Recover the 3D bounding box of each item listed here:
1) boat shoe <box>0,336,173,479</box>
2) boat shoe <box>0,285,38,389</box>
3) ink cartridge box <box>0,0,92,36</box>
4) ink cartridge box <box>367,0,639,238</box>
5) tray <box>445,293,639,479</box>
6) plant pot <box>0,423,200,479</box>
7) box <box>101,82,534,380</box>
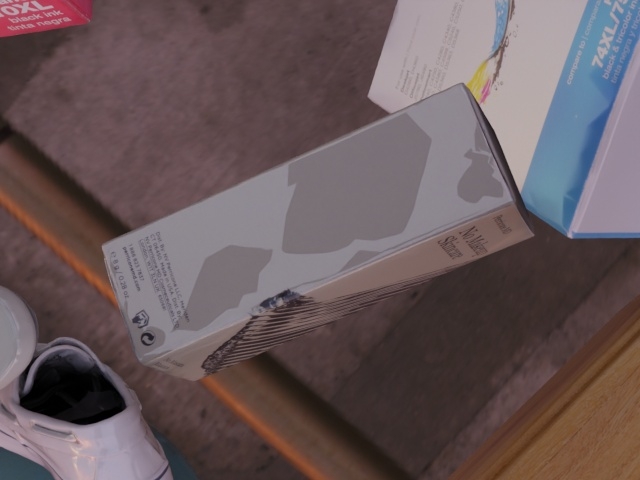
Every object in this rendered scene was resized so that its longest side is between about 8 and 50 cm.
[{"bbox_3d":[-0.175,0.108,0.993,0.258,0.095,0.084,20,127,53],"label":"boat shoe"},{"bbox_3d":[-0.244,0.070,0.930,0.227,0.081,0.079,-18,86,40],"label":"boat shoe"},{"bbox_3d":[-0.182,-0.205,0.575,0.100,0.237,0.172,-4,74,18],"label":"ink cartridge box"},{"bbox_3d":[0.212,-0.147,1.166,0.270,0.198,0.197,40,121,45],"label":"ink cartridge box"},{"bbox_3d":[0.140,0.105,0.739,0.076,0.411,0.203,49,137,8],"label":"tray"},{"bbox_3d":[-0.268,0.315,1.373,0.293,0.235,0.293,0,90,8],"label":"plant pot"},{"bbox_3d":[0.000,0.000,0.984,0.275,0.113,0.094,-24,73,11],"label":"box"}]
